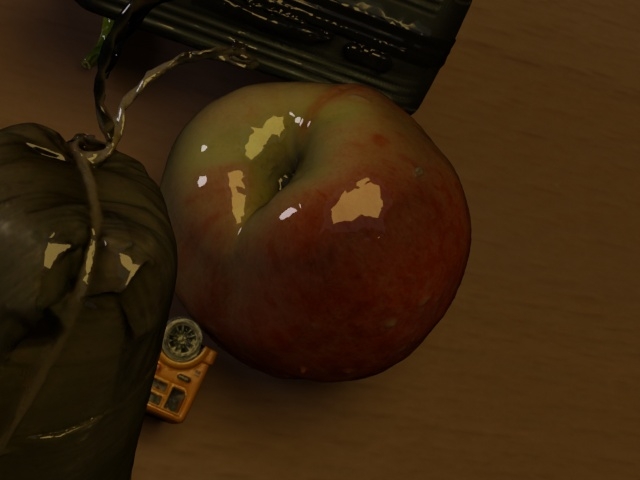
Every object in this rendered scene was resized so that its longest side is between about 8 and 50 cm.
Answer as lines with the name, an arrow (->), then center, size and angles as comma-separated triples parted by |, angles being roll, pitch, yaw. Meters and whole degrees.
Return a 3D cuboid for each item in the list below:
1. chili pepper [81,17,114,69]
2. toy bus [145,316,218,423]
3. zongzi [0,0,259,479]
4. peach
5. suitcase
chili pepper -> -0.162, -0.160, 1.377 | 0.030, 0.017, 0.083 | 6, 65, -22
toy bus -> -0.156, 0.064, 1.260 | 0.162, 0.069, 0.074 | 26, 80, -15
zongzi -> -0.258, 0.052, 1.022 | 0.418, 0.447, 0.181 | 2, 45, -19
peach -> 0.000, 0.000, 1.290 | 0.232, 0.232, 0.233 | 9, 67, -22
suitcase -> -0.053, -0.208, 1.338 | 0.312, 0.128, 0.202 | 20, 21, -18
